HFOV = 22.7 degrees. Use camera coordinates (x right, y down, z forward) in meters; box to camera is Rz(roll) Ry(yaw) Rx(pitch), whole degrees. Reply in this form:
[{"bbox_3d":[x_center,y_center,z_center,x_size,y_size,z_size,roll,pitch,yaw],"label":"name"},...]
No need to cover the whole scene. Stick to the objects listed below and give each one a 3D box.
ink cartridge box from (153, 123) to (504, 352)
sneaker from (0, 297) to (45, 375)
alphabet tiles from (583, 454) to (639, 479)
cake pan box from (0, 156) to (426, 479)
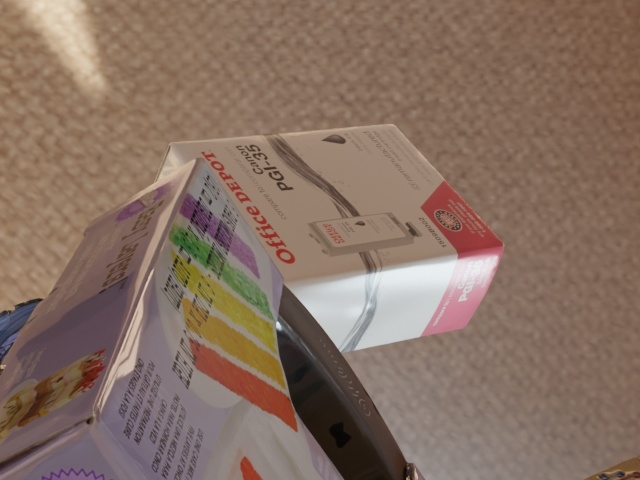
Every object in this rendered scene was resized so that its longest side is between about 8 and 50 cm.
[{"bbox_3d":[0.000,0.000,1.525,0.283,0.207,0.117,-8,136,-38],"label":"ink cartridge box"},{"bbox_3d":[-0.213,0.131,1.119,0.083,0.087,0.221,2,125,-57],"label":"sneaker"},{"bbox_3d":[0.280,0.266,1.334,0.342,0.285,0.011,-22,113,-10],"label":"alphabet tiles"},{"bbox_3d":[-0.018,0.114,0.602,0.070,0.267,0.246,-29,105,12],"label":"cake pan box"}]
